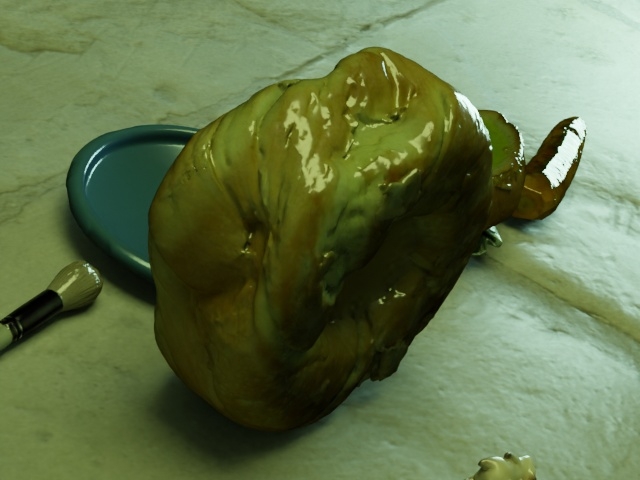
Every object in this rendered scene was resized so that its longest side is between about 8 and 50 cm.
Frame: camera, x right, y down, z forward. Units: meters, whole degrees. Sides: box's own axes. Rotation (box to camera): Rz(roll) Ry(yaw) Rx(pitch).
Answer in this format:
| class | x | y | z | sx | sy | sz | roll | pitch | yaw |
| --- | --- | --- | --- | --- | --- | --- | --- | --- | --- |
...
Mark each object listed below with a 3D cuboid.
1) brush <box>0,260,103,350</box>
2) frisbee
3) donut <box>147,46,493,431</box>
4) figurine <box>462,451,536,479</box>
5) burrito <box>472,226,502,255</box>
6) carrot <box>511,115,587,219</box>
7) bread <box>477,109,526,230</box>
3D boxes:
| class | x | y | z | sx | sy | sz | roll | pitch | yaw |
| --- | --- | --- | --- | --- | --- | --- | --- | --- | --- |
| brush | -0.287 | 0.086 | 1.283 | 0.299 | 0.039 | 0.042 | -36 | 99 | -51 |
| frisbee | -0.123 | -0.021 | 1.523 | 0.289 | 0.049 | 0.289 | 14 | 34 | -10 |
| donut | 0.000 | 0.000 | 1.273 | 0.170 | 0.360 | 0.360 | 38 | 35 | 25 |
| figurine | 0.168 | 0.221 | 1.309 | 0.083 | 0.047 | 0.051 | -1 | 50 | -42 |
| burrito | 0.161 | -0.018 | 1.677 | 0.074 | 0.044 | 0.118 | 0 | 33 | -14 |
| carrot | 0.294 | -0.097 | 1.867 | 0.066 | 0.066 | 0.314 | 24 | 28 | 10 |
| bread | 0.122 | -0.082 | 1.676 | 0.236 | 0.070 | 0.236 | -2 | 31 | 1 |
